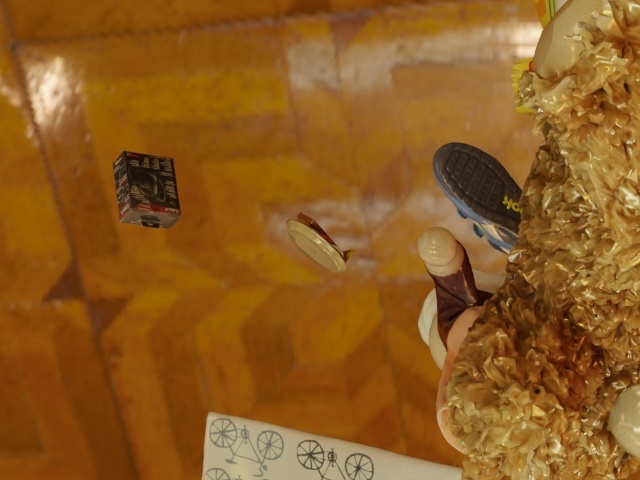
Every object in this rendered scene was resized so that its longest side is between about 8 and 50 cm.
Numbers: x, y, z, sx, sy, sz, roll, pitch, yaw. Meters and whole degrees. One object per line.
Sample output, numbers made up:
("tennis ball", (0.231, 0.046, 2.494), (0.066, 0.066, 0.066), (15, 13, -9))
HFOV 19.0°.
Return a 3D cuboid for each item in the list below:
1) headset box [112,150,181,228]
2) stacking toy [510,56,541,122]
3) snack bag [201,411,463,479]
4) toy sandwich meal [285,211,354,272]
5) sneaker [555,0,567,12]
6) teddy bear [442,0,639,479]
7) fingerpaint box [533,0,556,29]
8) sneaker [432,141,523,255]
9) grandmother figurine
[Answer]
("headset box", (-0.189, -0.051, 2.087), (0.062, 0.083, 0.032), (7, 149, -31))
("stacking toy", (0.282, -0.106, 1.594), (0.167, 0.052, 0.221), (-6, 159, 35))
("snack bag", (0.007, 0.362, 1.900), (0.323, 0.037, 0.343), (11, 97, 28))
("toy sandwich meal", (0.000, 0.000, 1.959), (0.029, 0.085, 0.085), (-50, 114, -15))
("sneaker", (0.311, -0.249, 1.645), (0.290, 0.123, 0.106), (-20, 136, -18))
("teddy bear", (0.141, -0.008, 0.787), (0.113, 0.245, 0.338), (22, 124, 17))
("fingerpaint box", (0.461, -0.203, 1.907), (0.444, 0.371, 0.163), (-10, 162, -19))
("sneaker", (0.143, -0.025, 1.581), (0.144, 0.053, 0.059), (39, 157, -15))
("grandmother figurine", (0.120, 0.084, 1.351), (0.104, 0.342, 0.208), (-19, 96, 1))
